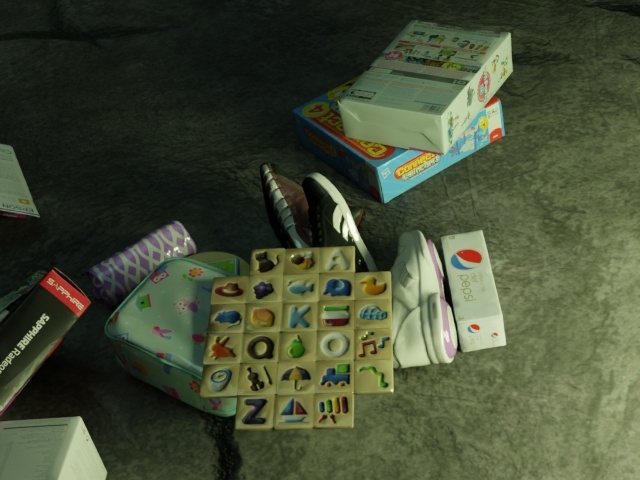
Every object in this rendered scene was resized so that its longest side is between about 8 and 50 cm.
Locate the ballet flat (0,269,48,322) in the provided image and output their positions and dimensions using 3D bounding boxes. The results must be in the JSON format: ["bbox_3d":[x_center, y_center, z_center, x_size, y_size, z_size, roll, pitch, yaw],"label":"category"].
[{"bbox_3d":[-0.549,0.125,1.926,0.070,0.070,0.188,21,53,36],"label":"ballet flat"}]

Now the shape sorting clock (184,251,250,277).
[{"bbox_3d":[-0.208,0.100,1.863,0.206,0.040,0.206,-7,51,8],"label":"shape sorting clock"}]

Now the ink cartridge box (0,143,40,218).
[{"bbox_3d":[-0.764,-0.126,2.162,0.324,0.071,0.330,10,26,-31],"label":"ink cartridge box"}]

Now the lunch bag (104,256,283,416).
[{"bbox_3d":[-0.183,0.147,1.718,0.279,0.108,0.224,20,51,25],"label":"lunch bag"}]

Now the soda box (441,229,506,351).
[{"bbox_3d":[0.246,0.079,1.728,0.073,0.069,0.216,-10,39,6],"label":"soda box"}]

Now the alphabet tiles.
[{"bbox_3d":[-0.033,0.140,1.621,0.285,0.011,0.343,-3,48,5],"label":"alphabet tiles"}]

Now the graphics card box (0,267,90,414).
[{"bbox_3d":[-0.530,0.230,1.664,0.232,0.094,0.371,-36,15,46],"label":"graphics card box"}]

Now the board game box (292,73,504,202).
[{"bbox_3d":[0.152,-0.236,2.134,0.301,0.086,0.308,-30,41,-20],"label":"board game box"}]

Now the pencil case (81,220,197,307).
[{"bbox_3d":[-0.325,0.044,1.942,0.206,0.088,0.086,-31,80,-21],"label":"pencil case"}]

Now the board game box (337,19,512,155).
[{"bbox_3d":[0.207,-0.300,2.049,0.224,0.098,0.303,15,48,30],"label":"board game box"}]

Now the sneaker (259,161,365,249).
[{"bbox_3d":[-0.006,-0.053,1.959,0.162,0.106,0.281,-16,48,-11],"label":"sneaker"}]

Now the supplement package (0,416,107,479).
[{"bbox_3d":[-0.410,0.386,1.496,0.139,0.134,0.244,-5,39,11],"label":"supplement package"}]

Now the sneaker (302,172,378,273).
[{"bbox_3d":[0.000,0.000,1.802,0.121,0.217,0.079,-29,-1,-22],"label":"sneaker"}]

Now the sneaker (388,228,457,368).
[{"bbox_3d":[0.129,0.088,1.716,0.152,0.114,0.305,-17,33,11],"label":"sneaker"}]
